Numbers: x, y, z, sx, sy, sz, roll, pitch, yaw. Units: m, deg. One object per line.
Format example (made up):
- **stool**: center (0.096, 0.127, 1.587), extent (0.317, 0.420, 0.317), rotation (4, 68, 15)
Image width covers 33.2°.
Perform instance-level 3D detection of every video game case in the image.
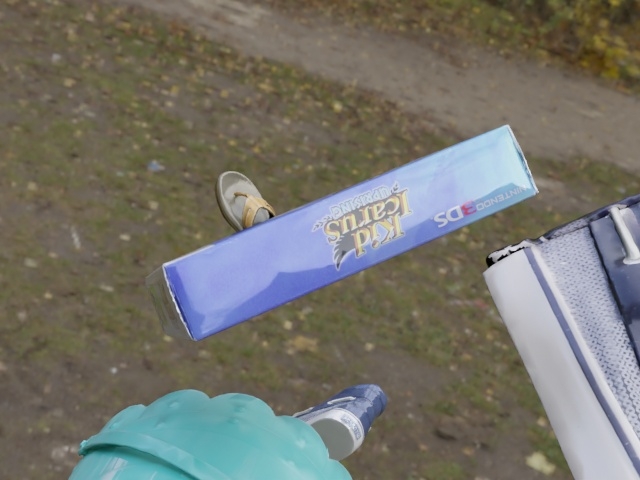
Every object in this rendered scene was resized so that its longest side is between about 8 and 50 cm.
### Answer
- **video game case**: center (0.000, 0.000, 0.848), extent (0.269, 0.061, 0.244), rotation (-23, 2, -13)

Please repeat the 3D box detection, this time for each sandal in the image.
- **sandal**: center (-0.089, -0.023, 1.517), extent (0.072, 0.049, 0.180), rotation (-11, 71, -39)

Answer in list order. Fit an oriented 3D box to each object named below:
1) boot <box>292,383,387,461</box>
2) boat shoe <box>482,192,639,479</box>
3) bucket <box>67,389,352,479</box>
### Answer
- **boot**: center (-0.009, 0.218, 1.186), extent (0.069, 0.190, 0.086), rotation (59, 39, -5)
- **boat shoe**: center (0.204, 0.096, 0.509), extent (0.127, 0.158, 0.340), rotation (51, 15, -45)
- **bucket**: center (-0.105, 0.274, 0.878), extent (0.281, 0.281, 0.183), rotation (20, 14, 3)
